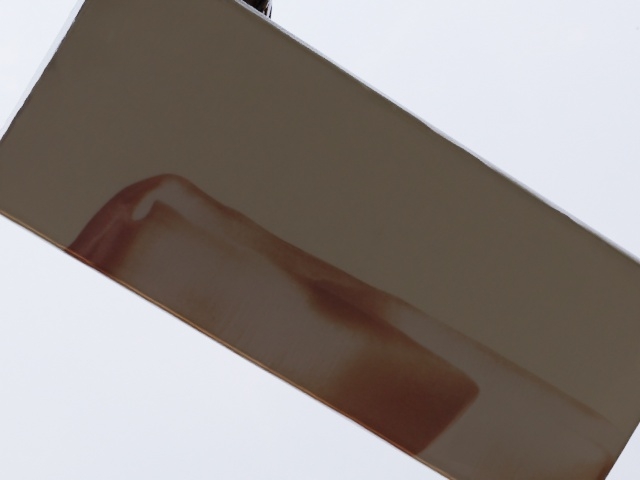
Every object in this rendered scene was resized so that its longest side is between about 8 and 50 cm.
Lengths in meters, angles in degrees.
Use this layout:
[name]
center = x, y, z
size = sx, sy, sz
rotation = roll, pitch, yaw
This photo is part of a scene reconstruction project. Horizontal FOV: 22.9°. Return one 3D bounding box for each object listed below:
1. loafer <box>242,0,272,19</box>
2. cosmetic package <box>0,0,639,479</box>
[loafer]
center = -0.073, -0.227, 1.221
size = 0.109, 0.095, 0.302
rotation = 24, -78, -1
[cosmetic package]
center = 0.000, 0.000, 0.713
size = 0.296, 0.153, 0.129
rotation = 32, -92, -11
